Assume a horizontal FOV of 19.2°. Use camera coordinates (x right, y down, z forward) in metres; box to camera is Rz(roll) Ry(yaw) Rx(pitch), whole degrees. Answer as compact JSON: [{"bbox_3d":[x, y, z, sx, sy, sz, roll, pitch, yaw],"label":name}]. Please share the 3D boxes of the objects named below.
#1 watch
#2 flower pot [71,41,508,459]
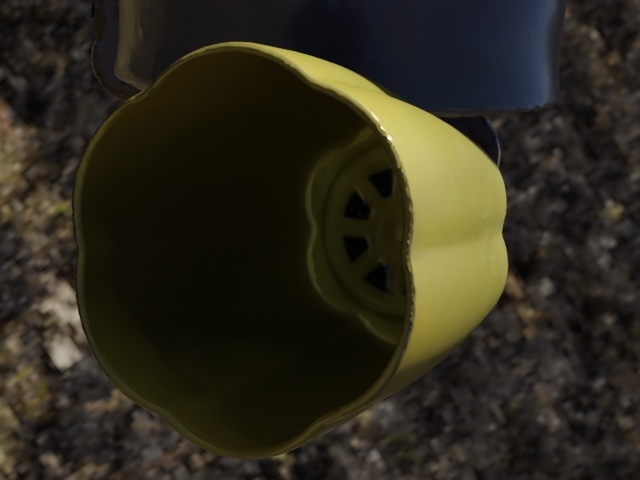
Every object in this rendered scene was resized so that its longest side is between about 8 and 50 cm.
[{"bbox_3d":[-0.010,-0.168,1.196,0.327,0.335,0.314,-46,142,-79],"label":"watch"},{"bbox_3d":[0.000,0.000,0.950,0.179,0.195,0.195,-8,70,-61],"label":"flower pot"}]
